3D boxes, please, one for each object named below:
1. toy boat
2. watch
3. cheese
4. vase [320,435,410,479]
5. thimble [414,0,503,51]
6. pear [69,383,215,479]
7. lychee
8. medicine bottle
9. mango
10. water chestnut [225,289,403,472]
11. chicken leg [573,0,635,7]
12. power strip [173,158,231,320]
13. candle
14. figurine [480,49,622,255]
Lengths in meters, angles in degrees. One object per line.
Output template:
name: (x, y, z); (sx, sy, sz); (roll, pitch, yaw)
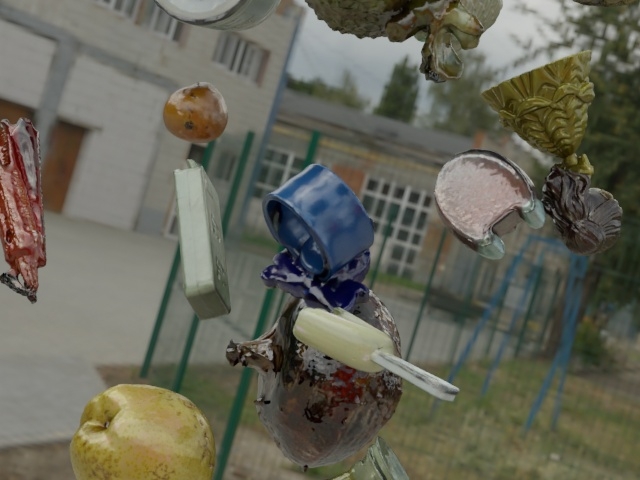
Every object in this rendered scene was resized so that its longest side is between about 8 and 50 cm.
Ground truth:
toy boat: (0.275, -0.057, 2.080); (0.085, 0.155, 0.227); (46, 6, -43)
watch: (-0.001, -0.006, 1.993); (0.196, 0.171, 0.200); (26, -35, 35)
cheese: (0.061, 0.129, 1.455); (0.235, 0.050, 0.127); (27, 3, 37)
vase: (-0.019, 0.423, 1.917); (0.173, 0.321, 0.173); (55, 11, -16)
thimble: (0.254, -0.481, 2.522); (0.219, 0.150, 0.219); (48, -18, 21)
pear: (-0.215, 0.253, 1.521); (0.178, 0.178, 0.178); (17, 1, 0)
lychee: (0.086, -0.370, 1.539); (0.270, 0.320, 0.270); (-2, -38, -2)
medicine bottle: (-0.171, -0.453, 2.165); (0.190, 0.190, 0.332); (17, 9, 5)
mango: (-0.201, -0.221, 2.153); (0.105, 0.084, 0.159); (40, 36, -3)
water chestnut: (-0.018, 0.228, 2.247); (0.302, 0.350, 0.350); (19, 1, -11)
chicken leg: (0.416, -0.416, 1.579); (0.201, 0.153, 0.429); (50, -25, -3)
power strip: (-0.184, -0.018, 1.940); (0.053, 0.288, 0.093); (-15, -36, 8)
candle: (-0.381, -0.041, 1.618); (0.084, 0.059, 0.302); (-3, 52, -22)
figurine: (0.402, -0.127, 2.083); (0.187, 0.315, 0.168); (-19, -2, 4)
